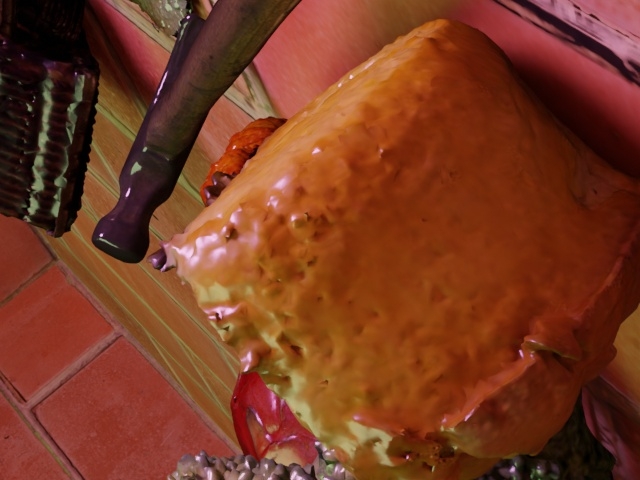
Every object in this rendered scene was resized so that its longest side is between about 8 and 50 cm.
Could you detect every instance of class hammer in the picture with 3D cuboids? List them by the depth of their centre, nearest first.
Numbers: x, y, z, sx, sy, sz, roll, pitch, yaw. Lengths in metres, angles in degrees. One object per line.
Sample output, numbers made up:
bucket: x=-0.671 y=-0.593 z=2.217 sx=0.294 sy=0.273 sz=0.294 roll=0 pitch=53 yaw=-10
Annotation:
hammer: x=-0.052 y=-0.103 z=0.762 sx=0.044 sy=0.168 sz=0.440 roll=24 pitch=163 yaw=-12

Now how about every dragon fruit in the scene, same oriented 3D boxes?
dragon fruit: x=0.012 y=0.154 z=1.172 sx=0.209 sy=0.172 sz=0.172 roll=42 pitch=165 yaw=20

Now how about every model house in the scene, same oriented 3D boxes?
model house: x=-0.291 y=-0.184 z=1.251 sx=0.283 sy=0.297 sz=0.317 roll=32 pitch=122 yaw=30

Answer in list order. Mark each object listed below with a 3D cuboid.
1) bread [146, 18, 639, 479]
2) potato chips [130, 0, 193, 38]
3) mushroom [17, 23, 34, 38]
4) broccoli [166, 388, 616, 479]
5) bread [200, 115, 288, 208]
bread: x=0.054 y=-0.010 z=0.573 sx=0.160 sy=0.147 sz=0.260 roll=48 pitch=-160 yaw=-2
potato chips: x=-0.139 y=-0.203 z=0.991 sx=0.142 sy=0.026 sz=0.209 roll=53 pitch=165 yaw=0
mushroom: x=-0.410 y=-0.226 z=1.584 sx=0.278 sy=0.146 sz=0.278 roll=37 pitch=168 yaw=9
broccoli: x=0.026 y=0.165 z=0.904 sx=0.302 sy=0.249 sz=0.375 roll=54 pitch=153 yaw=16
bread: x=-0.006 y=-0.006 z=0.789 sx=0.139 sy=0.095 sz=0.269 roll=40 pitch=-165 yaw=0
